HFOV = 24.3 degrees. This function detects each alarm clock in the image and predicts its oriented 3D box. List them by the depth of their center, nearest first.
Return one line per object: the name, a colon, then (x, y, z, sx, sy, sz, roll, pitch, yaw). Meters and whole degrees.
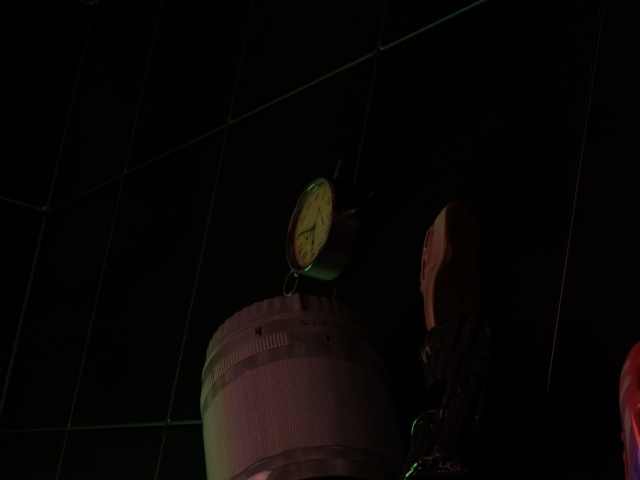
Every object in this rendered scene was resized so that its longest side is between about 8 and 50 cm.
alarm clock: (0.000, 0.000, 1.927, 0.192, 0.064, 0.129, -55, 30, 30)

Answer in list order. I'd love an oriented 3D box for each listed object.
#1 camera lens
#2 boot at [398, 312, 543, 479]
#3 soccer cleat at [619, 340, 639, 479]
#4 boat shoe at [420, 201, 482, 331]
camera lens: (-0.019, 0.225, 1.638, 0.219, 0.219, 0.274, -55, 30, 35)
boot: (0.128, 0.267, 1.396, 0.260, 0.131, 0.348, -75, -6, -49)
soccer cleat: (0.275, 0.198, 1.215, 0.095, 0.083, 0.248, 129, 145, -49)
boat shoe: (0.138, 0.041, 1.623, 0.059, 0.063, 0.170, -44, 28, 51)
